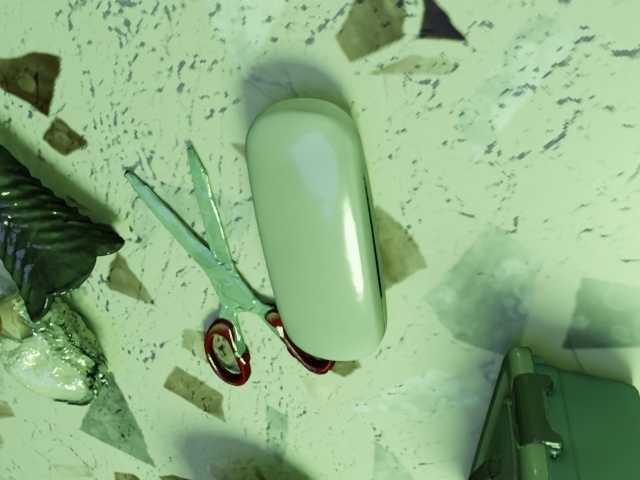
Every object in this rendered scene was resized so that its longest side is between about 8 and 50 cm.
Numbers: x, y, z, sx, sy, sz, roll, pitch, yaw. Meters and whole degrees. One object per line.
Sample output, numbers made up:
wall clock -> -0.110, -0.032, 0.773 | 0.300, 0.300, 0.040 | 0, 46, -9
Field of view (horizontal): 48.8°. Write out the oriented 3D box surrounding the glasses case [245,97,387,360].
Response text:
glasses case -> 0.000, 0.000, 0.566 | 0.092, 0.059, 0.234 | 0, 123, 21

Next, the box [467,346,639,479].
box -> 0.185, 0.215, 0.581 | 0.129, 0.162, 0.227 | 6, 126, 5

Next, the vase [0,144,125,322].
vase -> -0.296, -0.050, 0.631 | 0.115, 0.115, 0.237 | -32, 105, 35

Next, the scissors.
scissors -> -0.089, 0.032, 0.654 | 0.144, 0.017, 0.248 | -14, 114, 28

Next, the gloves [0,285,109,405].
gloves -> -0.283, 0.112, 0.751 | 0.114, 0.070, 0.153 | -22, 113, 25
